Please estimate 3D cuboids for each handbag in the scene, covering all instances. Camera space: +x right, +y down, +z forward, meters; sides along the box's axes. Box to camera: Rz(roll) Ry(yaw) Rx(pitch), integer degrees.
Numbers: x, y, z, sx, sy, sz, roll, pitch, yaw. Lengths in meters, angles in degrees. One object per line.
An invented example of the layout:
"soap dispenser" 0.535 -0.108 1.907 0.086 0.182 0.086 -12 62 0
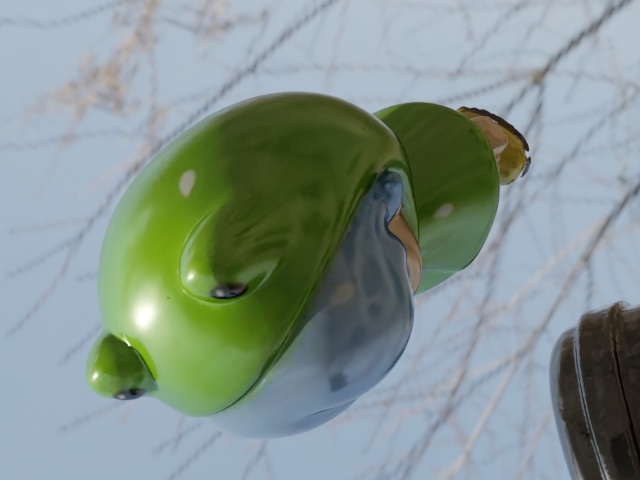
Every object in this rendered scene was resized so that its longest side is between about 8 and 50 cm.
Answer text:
"handbag" 0.251 0.184 1.264 0.308 0.093 0.254 61 -162 -20

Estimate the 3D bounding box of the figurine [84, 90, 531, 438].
"figurine" 0.000 0.000 0.879 0.143 0.162 0.263 55 -141 5
